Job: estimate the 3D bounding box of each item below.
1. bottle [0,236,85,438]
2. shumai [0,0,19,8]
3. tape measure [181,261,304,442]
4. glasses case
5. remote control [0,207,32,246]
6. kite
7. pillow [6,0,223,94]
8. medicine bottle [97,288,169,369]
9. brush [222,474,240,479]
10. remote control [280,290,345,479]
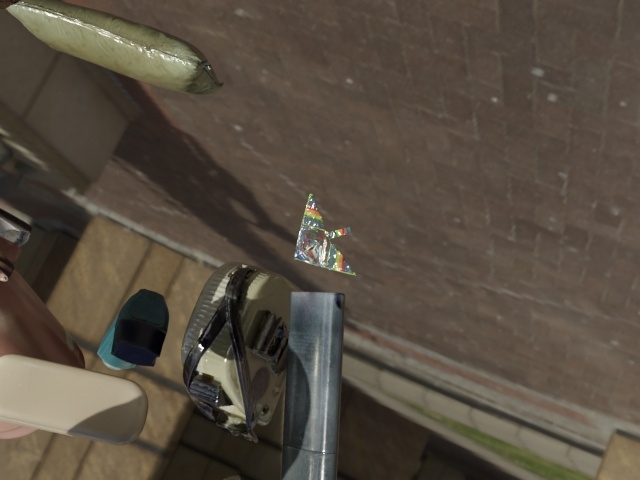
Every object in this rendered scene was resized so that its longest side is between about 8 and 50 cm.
[{"bbox_3d":[-0.432,0.104,1.225,0.206,0.173,0.297,-11,130,18],"label":"bottle"},{"bbox_3d":[-0.331,-0.279,0.960,0.099,0.087,0.124,-2,-171,13],"label":"shumai"},{"bbox_3d":[-0.125,0.179,1.522,0.133,0.271,0.231,17,169,28],"label":"tape measure"},{"bbox_3d":[-0.309,0.194,1.154,0.196,0.083,0.050,15,160,-4],"label":"glasses case"},{"bbox_3d":[-0.598,-0.053,1.627,0.212,0.028,0.059,32,123,-24],"label":"remote control"},{"bbox_3d":[0.000,0.000,1.230,0.090,0.122,0.004,-27,172,22],"label":"kite"},{"bbox_3d":[-0.284,-0.275,1.346,0.302,0.075,0.185,19,-179,4],"label":"pillow"},{"bbox_3d":[-0.320,0.169,1.596,0.079,0.124,0.258,18,153,-17],"label":"medicine bottle"},{"bbox_3d":[-0.146,0.286,0.860,0.039,0.042,0.299,41,-155,7],"label":"brush"},{"bbox_3d":[-0.013,0.258,1.278,0.044,0.377,0.107,5,175,-34],"label":"remote control"}]
